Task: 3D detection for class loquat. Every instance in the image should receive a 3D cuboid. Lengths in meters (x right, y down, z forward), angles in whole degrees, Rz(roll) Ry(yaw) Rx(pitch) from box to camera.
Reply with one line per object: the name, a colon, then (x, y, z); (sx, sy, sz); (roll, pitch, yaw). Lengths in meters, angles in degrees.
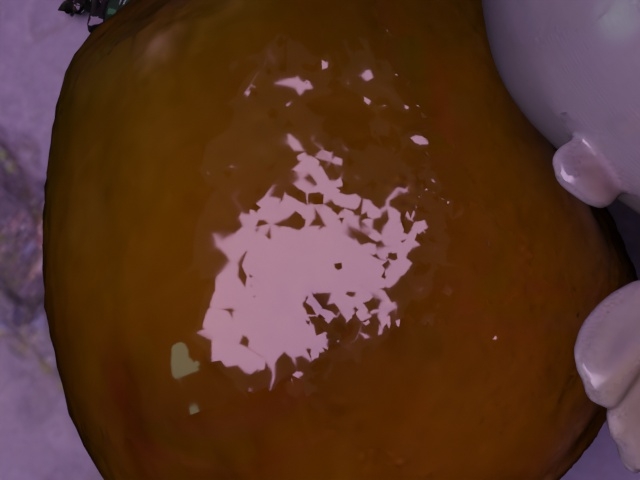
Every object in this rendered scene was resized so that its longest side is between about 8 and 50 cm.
loquat: (0.000, 0.000, 0.713); (0.276, 0.276, 0.284); (-19, 95, 9)

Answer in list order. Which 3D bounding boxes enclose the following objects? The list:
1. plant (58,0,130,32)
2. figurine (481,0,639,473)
plant: (-0.108, -0.127, 0.868); (0.102, 0.051, 0.051); (26, 88, 20)
figurine: (0.210, -0.005, 0.581); (0.394, 0.226, 0.274); (42, 76, -13)
